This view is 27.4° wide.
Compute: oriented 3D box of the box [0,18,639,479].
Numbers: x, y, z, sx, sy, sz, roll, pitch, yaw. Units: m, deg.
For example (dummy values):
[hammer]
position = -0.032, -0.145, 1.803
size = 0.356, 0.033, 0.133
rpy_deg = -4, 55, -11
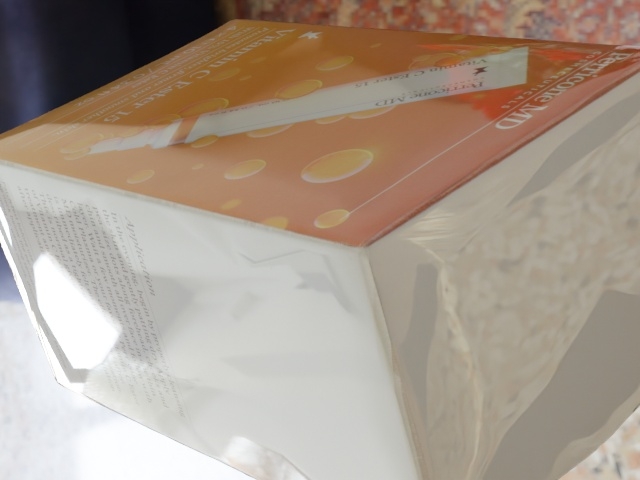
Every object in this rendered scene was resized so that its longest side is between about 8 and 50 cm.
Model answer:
[box]
position = 0.000, 0.000, 0.716
size = 0.345, 0.215, 0.168
rpy_deg = 14, 128, 47
